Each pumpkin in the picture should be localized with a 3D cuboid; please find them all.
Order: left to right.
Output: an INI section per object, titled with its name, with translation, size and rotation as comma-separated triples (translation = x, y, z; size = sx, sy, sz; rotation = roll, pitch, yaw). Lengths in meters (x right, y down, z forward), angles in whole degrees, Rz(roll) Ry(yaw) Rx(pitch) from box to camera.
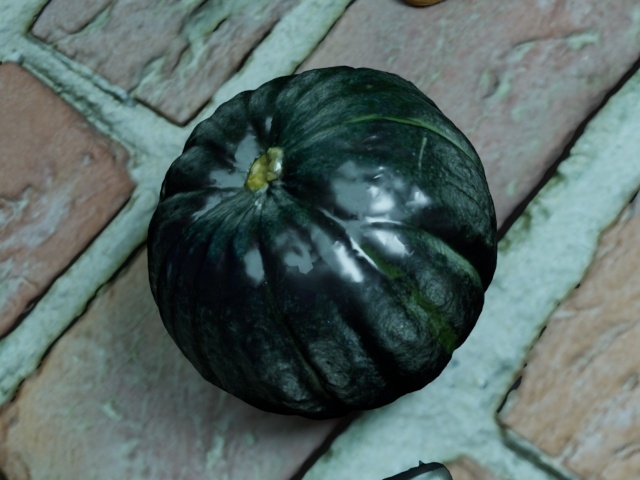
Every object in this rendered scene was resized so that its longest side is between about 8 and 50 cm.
[pumpkin]
translation = 0.000, 0.000, 0.842
size = 0.220, 0.162, 0.220
rotation = -19, 46, 21

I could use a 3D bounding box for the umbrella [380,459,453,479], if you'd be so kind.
[umbrella]
translation = -0.043, 0.178, 0.807
size = 0.248, 0.071, 0.071
rotation = -25, 54, 9

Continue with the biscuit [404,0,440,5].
[biscuit]
translation = 0.074, -0.207, 1.027
size = 0.078, 0.015, 0.091
rotation = -22, 54, 12
